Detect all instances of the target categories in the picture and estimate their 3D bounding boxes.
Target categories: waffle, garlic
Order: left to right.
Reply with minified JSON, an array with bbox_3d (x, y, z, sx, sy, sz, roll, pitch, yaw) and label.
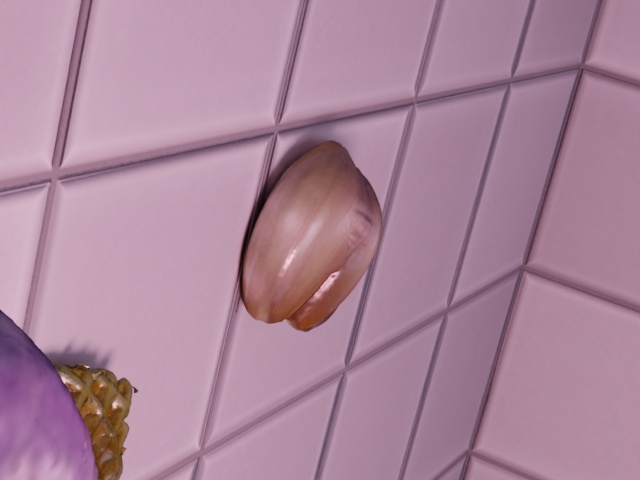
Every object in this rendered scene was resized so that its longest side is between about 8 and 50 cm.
[{"bbox_3d":[-0.250,0.211,1.307,0.214,0.054,0.207,5,108,-62],"label":"waffle"},{"bbox_3d":[0.000,0.000,1.641,0.217,0.110,0.227,13,98,-65],"label":"garlic"}]

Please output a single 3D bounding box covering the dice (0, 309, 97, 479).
[{"bbox_3d":[-0.310,0.153,0.824,0.270,0.270,0.271,-55,154,-30],"label":"dice"}]
